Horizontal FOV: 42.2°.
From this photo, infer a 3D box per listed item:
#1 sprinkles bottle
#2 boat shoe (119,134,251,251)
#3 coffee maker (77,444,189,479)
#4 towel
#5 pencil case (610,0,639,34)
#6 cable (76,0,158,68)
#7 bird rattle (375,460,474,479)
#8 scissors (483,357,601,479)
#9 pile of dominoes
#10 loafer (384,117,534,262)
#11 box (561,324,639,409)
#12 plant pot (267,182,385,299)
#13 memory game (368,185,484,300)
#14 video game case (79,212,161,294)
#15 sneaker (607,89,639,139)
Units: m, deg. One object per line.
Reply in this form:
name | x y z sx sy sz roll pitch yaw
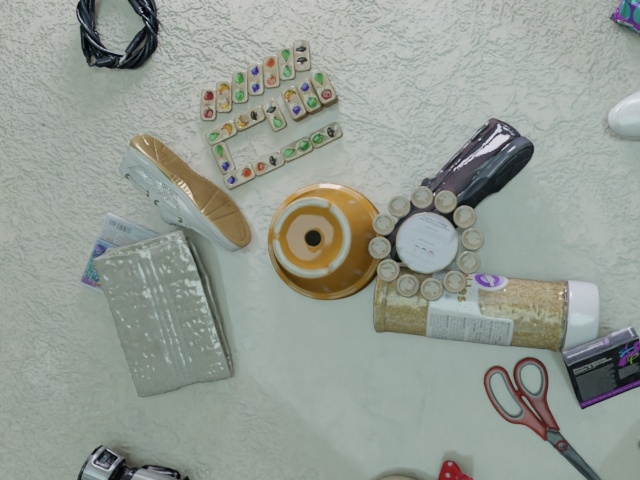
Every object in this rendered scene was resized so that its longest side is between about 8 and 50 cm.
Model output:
sprinkles bottle | 0.268 0.112 1.363 0.355 0.121 0.121 5 89 10
boat shoe | -0.244 -0.067 1.480 0.277 0.098 0.096 43 118 6
coffee maker | -0.340 0.467 1.456 0.178 0.120 0.171 19 92 11
towel | -0.279 0.131 1.478 0.187 0.049 0.282 -15 96 10
pencil case | 0.555 -0.350 1.359 0.152 0.064 0.070 35 78 10
cable | -0.373 -0.410 1.531 0.150 0.047 0.184 -4 87 10
bird rattle | 0.149 0.475 1.373 0.207 0.143 0.253 20 88 26
scissors | 0.382 0.333 1.389 0.109 0.021 0.297 -29 84 5
pile of dominoes | -0.097 -0.230 1.480 0.251 0.040 0.196 -25 84 8
loafer | 0.218 -0.086 1.401 0.302 0.109 0.095 -39 63 0
box | 0.452 0.203 1.315 0.116 0.162 0.029 -24 49 8
plant pot | 0.000 0.000 1.379 0.205 0.188 0.205 0 88 10
memory game | 0.168 0.005 1.325 0.186 0.012 0.186 -1 84 9
video game case | -0.348 0.043 1.524 0.157 0.019 0.143 22 92 9
sneaker | 0.585 -0.220 1.335 0.235 0.095 0.090 -11 88 11
